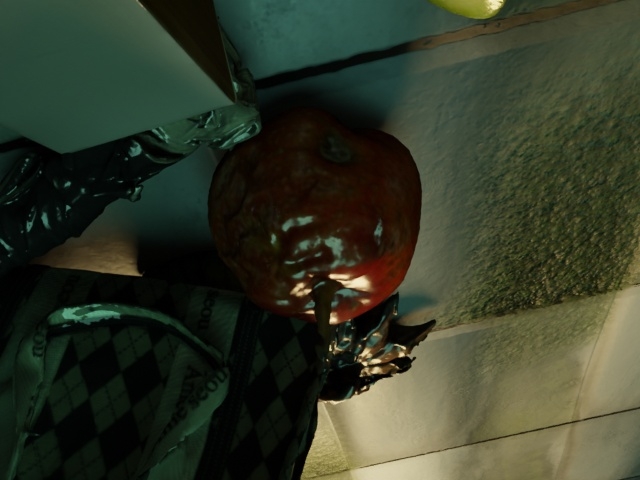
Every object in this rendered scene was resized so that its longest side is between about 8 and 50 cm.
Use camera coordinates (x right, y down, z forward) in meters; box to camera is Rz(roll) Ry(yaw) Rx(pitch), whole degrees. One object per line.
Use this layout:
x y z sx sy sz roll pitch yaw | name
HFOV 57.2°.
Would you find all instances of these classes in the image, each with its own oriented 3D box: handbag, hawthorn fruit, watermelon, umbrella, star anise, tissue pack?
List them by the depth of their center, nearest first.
-0.162 -0.165 0.321 0.136 0.159 0.246 -16 170 8 | tissue pack
-0.212 -0.064 0.526 0.358 0.113 0.106 -30 157 21 | umbrella
0.000 0.000 0.543 0.208 0.243 0.207 -4 138 -4 | hawthorn fruit
-0.208 0.184 0.573 0.417 0.316 0.180 6 135 6 | handbag
-0.120 0.069 0.718 0.182 0.075 0.092 17 132 -27 | watermelon
0.044 0.177 0.853 0.272 0.102 0.271 -7 136 -7 | star anise

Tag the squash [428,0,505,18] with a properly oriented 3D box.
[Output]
-0.003 -0.242 0.373 0.252 0.169 0.093 3 180 -16 | squash
